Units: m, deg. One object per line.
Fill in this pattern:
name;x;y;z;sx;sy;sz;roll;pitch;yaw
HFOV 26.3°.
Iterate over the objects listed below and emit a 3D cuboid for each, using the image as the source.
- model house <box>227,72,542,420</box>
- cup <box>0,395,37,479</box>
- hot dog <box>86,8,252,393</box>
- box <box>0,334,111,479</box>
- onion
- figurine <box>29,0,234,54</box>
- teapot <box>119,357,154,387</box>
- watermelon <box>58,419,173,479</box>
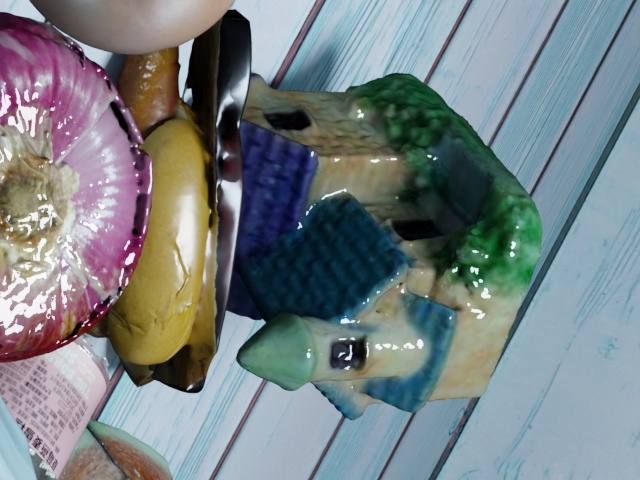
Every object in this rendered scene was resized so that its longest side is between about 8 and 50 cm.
model house;0.000;0.000;1.275;0.280;0.312;0.245;1;125;-28
cup;-0.335;0.113;0.649;0.331;0.257;0.311;-39;154;-23
hot dog;-0.148;-0.030;1.136;0.107;0.194;0.326;1;96;-25
box;-0.245;0.127;1.064;0.151;0.151;0.135;87;28;-54
onion;-0.229;-0.036;0.897;0.230;0.163;0.230;-7;101;-40
figurine;-0.148;-0.294;0.625;0.276;0.248;0.388;1;127;-23
teapot;-0.164;0.096;1.330;0.076;0.068;0.121;-31;172;-15
watermelon;-0.230;0.302;1.237;0.148;0.226;0.318;54;50;-38
